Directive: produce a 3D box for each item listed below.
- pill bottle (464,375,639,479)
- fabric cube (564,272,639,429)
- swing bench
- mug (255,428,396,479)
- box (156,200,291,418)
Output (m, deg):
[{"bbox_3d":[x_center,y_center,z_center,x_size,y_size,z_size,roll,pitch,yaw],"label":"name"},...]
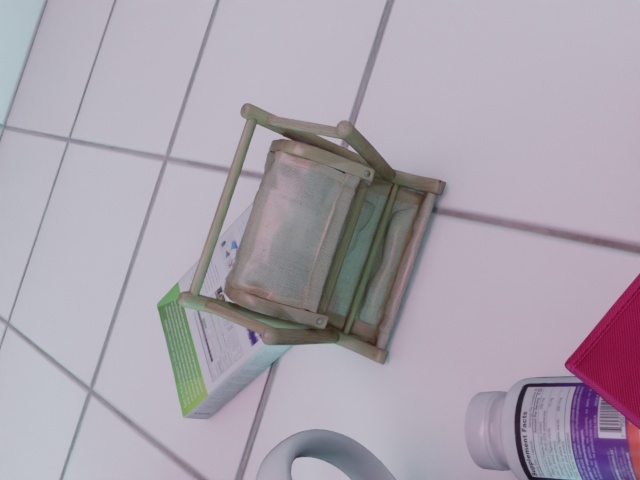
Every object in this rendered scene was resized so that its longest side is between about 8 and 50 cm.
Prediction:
[{"bbox_3d":[0.243,0.186,0.661,0.193,0.108,0.108,-12,68,42],"label":"pill bottle"},{"bbox_3d":[0.372,0.094,0.412,0.259,0.254,0.258,-53,34,6],"label":"fabric cube"},{"bbox_3d":[0.000,0.000,0.851,0.165,0.254,0.253,18,88,37],"label":"swing bench"},{"bbox_3d":[0.051,0.349,0.634,0.276,0.328,0.374,-44,49,25],"label":"mug"},{"bbox_3d":[-0.135,0.105,1.101,0.322,0.058,0.232,-42,50,25],"label":"box"}]
